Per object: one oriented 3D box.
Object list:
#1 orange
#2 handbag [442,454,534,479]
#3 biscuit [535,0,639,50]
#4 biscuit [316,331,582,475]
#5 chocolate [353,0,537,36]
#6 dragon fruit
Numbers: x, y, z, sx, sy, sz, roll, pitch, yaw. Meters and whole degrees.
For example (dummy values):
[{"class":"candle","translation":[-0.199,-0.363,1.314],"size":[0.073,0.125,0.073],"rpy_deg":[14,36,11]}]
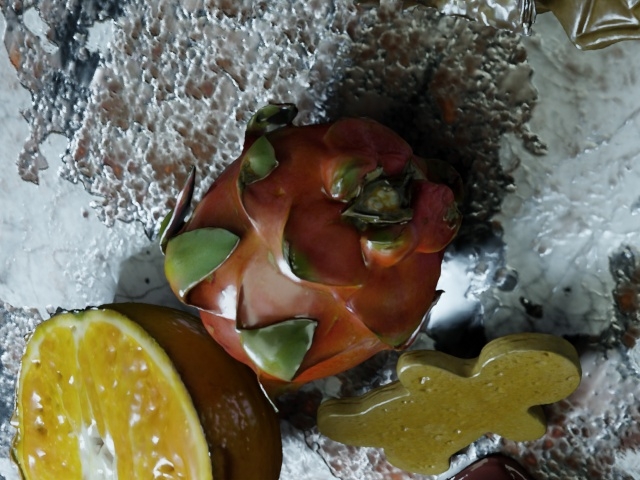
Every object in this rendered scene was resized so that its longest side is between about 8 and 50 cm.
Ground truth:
[{"class":"orange","translation":[-0.164,0.182,1.173],"size":[0.274,0.274,0.310],"rpy_deg":[50,171,-1]},{"class":"handbag","translation":[0.161,0.358,1.178],"size":[0.275,0.084,0.260],"rpy_deg":[45,127,2]},{"class":"biscuit","translation":[0.190,-0.214,0.850],"size":[0.215,0.034,0.182],"rpy_deg":[-45,60,49]},{"class":"biscuit","translation":[0.116,0.130,1.080],"size":[0.158,0.035,0.240],"rpy_deg":[29,136,-31]},{"class":"chocolate","translation":[0.021,-0.231,0.942],"size":[0.329,0.065,0.102],"rpy_deg":[25,135,31]},{"class":"dragon fruit","translation":[-0.003,0.001,1.010],"size":[0.224,0.224,0.227],"rpy_deg":[38,123,8]}]
